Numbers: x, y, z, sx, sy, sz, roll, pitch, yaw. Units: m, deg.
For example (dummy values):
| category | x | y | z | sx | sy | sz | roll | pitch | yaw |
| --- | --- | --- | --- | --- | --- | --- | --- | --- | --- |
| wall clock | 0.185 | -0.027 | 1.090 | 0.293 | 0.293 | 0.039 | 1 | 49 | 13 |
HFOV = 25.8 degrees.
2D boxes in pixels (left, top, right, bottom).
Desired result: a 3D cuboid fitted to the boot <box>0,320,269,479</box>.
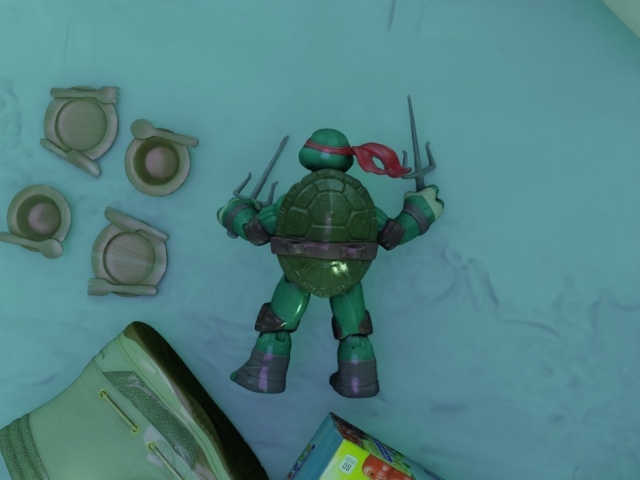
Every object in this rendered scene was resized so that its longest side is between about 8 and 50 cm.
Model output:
| category | x | y | z | sx | sy | sz | roll | pitch | yaw |
| --- | --- | --- | --- | --- | --- | --- | --- | --- | --- |
| boot | -0.142 | 0.193 | 1.104 | 0.165 | 0.077 | 0.213 | -38 | 84 | 9 |

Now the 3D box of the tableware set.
| category | x | y | z | sx | sy | sz | roll | pitch | yaw |
| --- | --- | --- | --- | --- | --- | --- | --- | --- | --- |
| tableware set | -0.178 | -0.040 | 1.137 | 0.141 | 0.020 | 0.168 | 19 | 93 | 9 |

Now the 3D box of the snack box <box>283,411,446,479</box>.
| category | x | y | z | sx | sy | sz | roll | pitch | yaw |
| --- | --- | --- | --- | --- | --- | --- | --- | --- | --- |
| snack box | 0.048 | 0.256 | 1.043 | 0.207 | 0.070 | 0.174 | 33 | 94 | -14 |

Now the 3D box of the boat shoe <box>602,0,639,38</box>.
| category | x | y | z | sx | sy | sz | roll | pitch | yaw |
| --- | --- | --- | --- | --- | --- | --- | --- | --- | --- |
| boat shoe | 0.198 | -0.298 | 1.008 | 0.340 | 0.127 | 0.158 | 42 | 121 | -2 |

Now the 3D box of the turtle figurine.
| category | x | y | z | sx | sy | sz | roll | pitch | yaw |
| --- | --- | --- | --- | --- | --- | --- | --- | --- | --- |
| turtle figurine | 0.000 | 0.000 | 1.067 | 0.175 | 0.118 | 0.234 | 7 | 96 | 9 |
